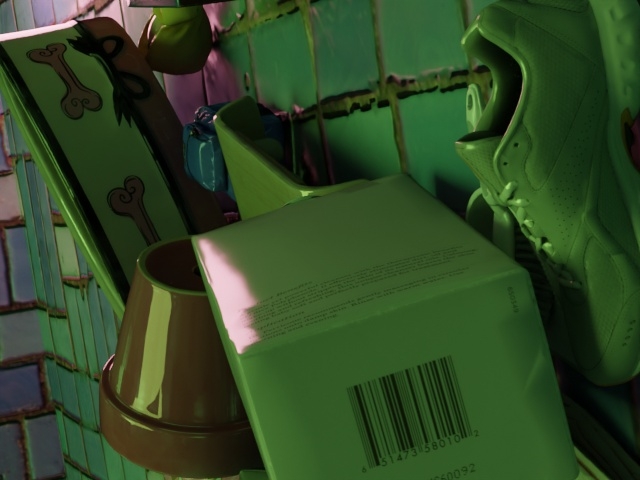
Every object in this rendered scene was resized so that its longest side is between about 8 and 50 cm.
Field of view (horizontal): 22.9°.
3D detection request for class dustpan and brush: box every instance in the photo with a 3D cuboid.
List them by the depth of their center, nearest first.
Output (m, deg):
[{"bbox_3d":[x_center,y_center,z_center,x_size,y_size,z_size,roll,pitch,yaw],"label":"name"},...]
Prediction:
[{"bbox_3d":[0.135,-0.012,1.123,0.147,0.060,0.211,-145,47,-63],"label":"dustpan and brush"}]

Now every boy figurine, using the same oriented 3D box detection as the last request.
[{"bbox_3d":[-0.173,-0.316,1.763,0.177,0.092,0.285,-107,12,-48],"label":"boy figurine"}]

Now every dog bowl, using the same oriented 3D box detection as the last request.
[{"bbox_3d":[-0.241,-0.083,1.862,0.408,0.150,0.408,60,169,19],"label":"dog bowl"}]

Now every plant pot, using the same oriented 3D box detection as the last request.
[{"bbox_3d":[-0.115,0.101,1.530,0.201,0.201,0.180,-132,40,-56],"label":"plant pot"}]

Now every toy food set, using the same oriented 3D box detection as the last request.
[{"bbox_3d":[0.000,0.000,1.498,0.306,0.092,0.220,-137,30,-62],"label":"toy food set"}]

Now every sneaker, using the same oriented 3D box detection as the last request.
[{"bbox_3d":[0.144,-0.032,0.999,0.099,0.121,0.263,-171,72,-70],"label":"sneaker"}]

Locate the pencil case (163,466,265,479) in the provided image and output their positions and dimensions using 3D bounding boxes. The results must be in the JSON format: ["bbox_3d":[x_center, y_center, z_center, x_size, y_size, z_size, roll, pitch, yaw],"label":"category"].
[{"bbox_3d":[-0.090,0.307,1.778,0.167,0.160,0.386,36,-143,-72],"label":"pencil case"}]

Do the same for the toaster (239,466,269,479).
[{"bbox_3d":[0.026,0.284,1.432,0.110,0.185,0.168,160,107,-68],"label":"toaster"}]

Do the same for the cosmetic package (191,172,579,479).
[{"bbox_3d":[0.029,0.071,1.138,0.365,0.196,0.155,-123,16,-76],"label":"cosmetic package"}]

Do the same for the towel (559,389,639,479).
[{"bbox_3d":[0.208,0.317,1.105,0.317,0.053,0.332,-129,35,-54],"label":"towel"}]

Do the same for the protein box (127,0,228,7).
[{"bbox_3d":[-0.116,-0.336,1.545,0.200,0.136,0.201,-159,60,-68],"label":"protein box"}]

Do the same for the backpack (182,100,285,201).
[{"bbox_3d":[-0.096,-0.100,1.667,0.120,0.101,0.098,-140,49,-62],"label":"backpack"}]
